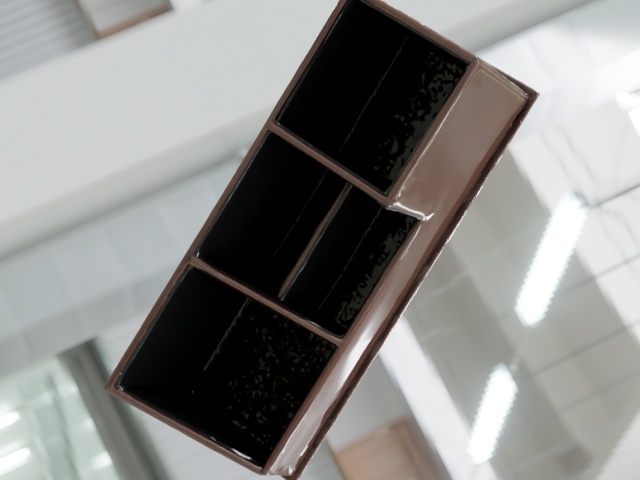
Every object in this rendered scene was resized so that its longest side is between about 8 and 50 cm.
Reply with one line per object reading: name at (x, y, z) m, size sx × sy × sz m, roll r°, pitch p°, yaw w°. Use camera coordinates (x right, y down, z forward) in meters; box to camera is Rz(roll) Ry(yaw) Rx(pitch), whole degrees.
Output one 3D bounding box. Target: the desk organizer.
desk organizer at (0.000, 0.000, 0.462) m, size 0.047 × 0.130 × 0.050 m, roll 34°, pitch 7°, yaw 22°
